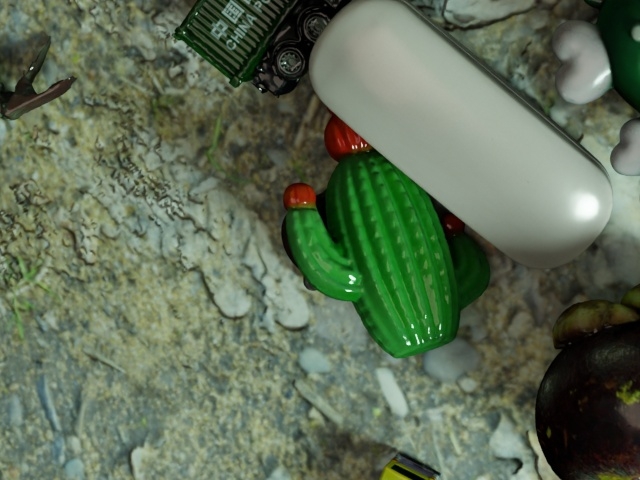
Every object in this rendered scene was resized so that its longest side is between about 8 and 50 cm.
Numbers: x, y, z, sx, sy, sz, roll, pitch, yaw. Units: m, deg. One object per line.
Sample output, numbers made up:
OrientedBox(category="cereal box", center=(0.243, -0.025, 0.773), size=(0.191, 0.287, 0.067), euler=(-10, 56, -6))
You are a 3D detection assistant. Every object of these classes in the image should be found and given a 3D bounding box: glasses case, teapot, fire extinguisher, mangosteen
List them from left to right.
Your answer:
OrientedBox(category="fire extinguisher", center=(-0.359, -0.181, 1.690), size=(0.252, 0.075, 0.106), euler=(27, 106, 15))
OrientedBox(category="teapot", center=(0.000, 0.000, 1.602), size=(0.068, 0.045, 0.100), euler=(27, 127, 39))
OrientedBox(category="glasses case", center=(0.122, -0.093, 1.501), size=(0.297, 0.075, 0.113), euler=(40, 107, -5))
OrientedBox(category="mangosteen", center=(0.275, 0.120, 1.461), size=(0.192, 0.192, 0.217), euler=(-11, 56, 21))

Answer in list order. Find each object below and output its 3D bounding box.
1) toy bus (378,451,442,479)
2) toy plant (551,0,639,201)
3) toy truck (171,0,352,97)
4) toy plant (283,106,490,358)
OrientedBox(category="toy bus", center=(0.068, 0.255, 1.607), size=(0.052, 0.058, 0.102), euler=(26, 106, 15))
OrientedBox(category="toy plant", center=(0.315, -0.154, 1.424), size=(0.232, 0.112, 0.243), euler=(-36, 89, 9))
OrientedBox(category="toy truck", center=(-0.003, -0.249, 1.542), size=(0.121, 0.088, 0.259), euler=(40, 110, 5))
OrientedBox(category="toy plant", center=(0.045, -0.009, 1.539), size=(0.154, 0.088, 0.240), euler=(-40, 90, -23))
